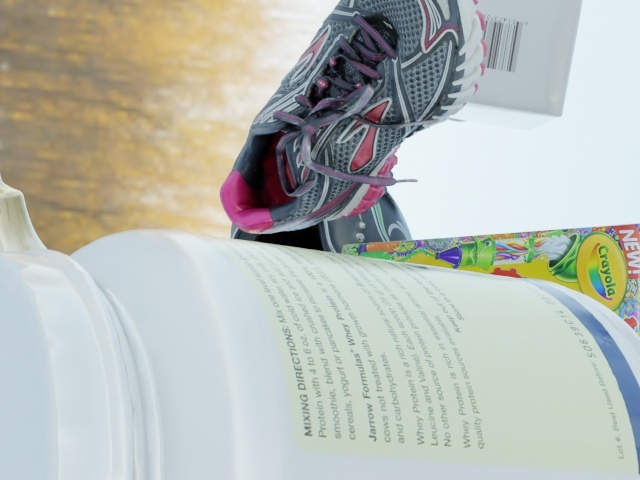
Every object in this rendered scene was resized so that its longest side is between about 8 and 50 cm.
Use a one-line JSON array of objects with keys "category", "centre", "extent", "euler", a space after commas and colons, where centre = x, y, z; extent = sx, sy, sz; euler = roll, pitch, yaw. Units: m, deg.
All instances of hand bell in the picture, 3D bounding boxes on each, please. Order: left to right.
[{"category": "hand bell", "centre": [-0.347, -0.087, 1.747], "extent": [0.126, 0.126, 0.242], "euler": [-160, -116, -78]}]

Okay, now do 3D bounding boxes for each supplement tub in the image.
[{"category": "supplement tub", "centre": [-0.016, 0.120, 0.774], "extent": [0.235, 0.325, 0.235], "euler": [-18, -112, 54]}]

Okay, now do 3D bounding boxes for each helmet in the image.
[{"category": "helmet", "centre": [0.000, 0.000, 1.628], "extent": [0.161, 0.169, 0.169], "euler": [52, -30, 22]}]

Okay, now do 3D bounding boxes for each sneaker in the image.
[{"category": "sneaker", "centre": [0.023, -0.101, 1.245], "extent": [0.121, 0.112, 0.299], "euler": [52, -40, 21]}]

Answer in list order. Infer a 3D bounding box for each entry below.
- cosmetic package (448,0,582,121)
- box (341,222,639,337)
[{"category": "cosmetic package", "centre": [0.180, -0.219, 1.966], "extent": [0.365, 0.197, 0.155], "euler": [-88, -173, -87]}, {"category": "box", "centre": [0.166, 0.155, 1.448], "extent": [0.177, 0.279, 0.290], "euler": [33, 57, -57]}]
